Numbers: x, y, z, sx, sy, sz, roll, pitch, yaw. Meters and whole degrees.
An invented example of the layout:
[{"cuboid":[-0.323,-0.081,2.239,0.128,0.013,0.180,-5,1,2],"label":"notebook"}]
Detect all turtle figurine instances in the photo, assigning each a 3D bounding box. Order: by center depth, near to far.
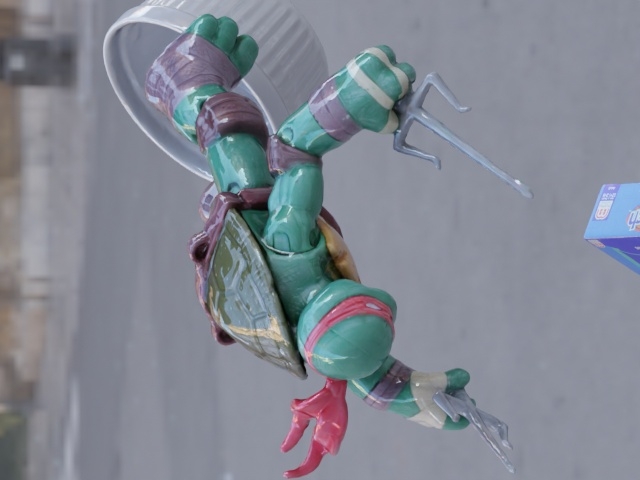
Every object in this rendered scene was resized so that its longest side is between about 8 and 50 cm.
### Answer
[{"cuboid":[0.000,0.000,0.830,0.234,0.118,0.175,-132,34,-52],"label":"turtle figurine"}]

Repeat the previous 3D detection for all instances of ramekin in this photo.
[{"cuboid":[-0.088,-0.158,1.830,0.109,0.207,0.207,-49,-10,-28],"label":"ramekin"}]

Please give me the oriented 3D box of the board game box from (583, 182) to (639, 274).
[{"cuboid":[0.310,0.025,1.353,0.160,0.210,0.047,-3,61,58],"label":"board game box"}]
